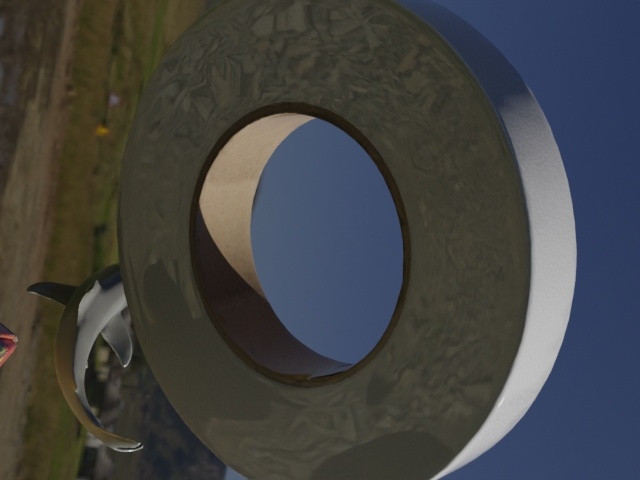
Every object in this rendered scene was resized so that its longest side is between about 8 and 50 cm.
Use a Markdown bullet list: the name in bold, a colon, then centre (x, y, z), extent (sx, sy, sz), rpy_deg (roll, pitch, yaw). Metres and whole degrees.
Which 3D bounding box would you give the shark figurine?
- **shark figurine**: centre (-0.260, 0.107, 1.222), extent (0.116, 0.166, 0.278), rpy_deg (120, -22, -49)

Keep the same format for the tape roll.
- **tape roll**: centre (0.000, 0.000, 0.800), extent (0.392, 0.072, 0.392), rpy_deg (6, -80, 38)

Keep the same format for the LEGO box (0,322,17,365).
- **LEGO box**: centre (-0.568, 0.251, 1.080), extent (0.500, 0.193, 0.372), rpy_deg (-51, -175, -4)
